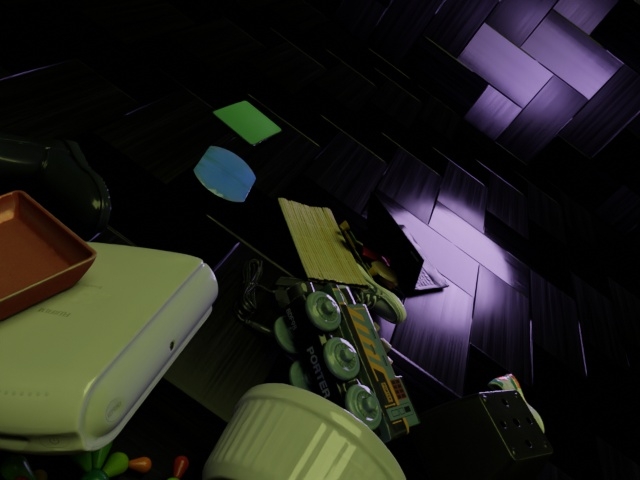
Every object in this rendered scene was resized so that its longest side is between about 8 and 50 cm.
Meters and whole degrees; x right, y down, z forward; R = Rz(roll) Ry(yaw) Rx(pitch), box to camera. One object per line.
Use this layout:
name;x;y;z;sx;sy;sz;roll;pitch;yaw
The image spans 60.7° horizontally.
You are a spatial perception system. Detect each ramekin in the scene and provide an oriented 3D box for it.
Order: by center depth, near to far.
ramekin;-0.030;0.328;0.704;0.273;0.273;0.127;39;46;3

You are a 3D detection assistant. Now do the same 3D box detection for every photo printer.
photo printer;-0.309;0.123;0.686;0.256;0.107;0.307;7;32;17

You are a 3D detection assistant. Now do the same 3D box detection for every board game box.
board game box;-0.228;-0.147;1.286;0.133;0.033;0.169;34;39;-14

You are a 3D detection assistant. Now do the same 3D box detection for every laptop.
laptop;0.237;0.002;1.424;0.264;0.136;0.234;0;49;-45

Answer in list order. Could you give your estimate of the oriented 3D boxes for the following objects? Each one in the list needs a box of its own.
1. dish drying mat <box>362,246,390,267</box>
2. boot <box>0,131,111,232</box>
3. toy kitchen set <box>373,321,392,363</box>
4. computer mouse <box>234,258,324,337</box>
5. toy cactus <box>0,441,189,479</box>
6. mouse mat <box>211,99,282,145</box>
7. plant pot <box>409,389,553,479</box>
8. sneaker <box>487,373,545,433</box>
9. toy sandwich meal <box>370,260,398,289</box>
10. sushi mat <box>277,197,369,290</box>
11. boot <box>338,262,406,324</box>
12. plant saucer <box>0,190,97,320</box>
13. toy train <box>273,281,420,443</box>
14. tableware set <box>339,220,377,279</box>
dish drying mat;0.144;0.043;1.414;0.083;0.008;0.032;26;34;-17
boot;-0.497;-0.103;0.930;0.207;0.094;0.246;-1;42;-47
toy kitchen set;0.128;0.214;1.141;0.083;0.068;0.075;44;34;9
computer mouse;-0.044;0.134;1.090;0.262;0.060;0.184;29;34;-12
toy cactus;-0.268;0.315;0.651;0.219;0.112;0.181;27;44;-30
mouse mat;-0.205;-0.338;1.556;0.152;0.007;0.189;40;33;4
plant pot;0.311;0.380;1.023;0.188;0.167;0.187;9;43;-37
sneaker;0.438;0.384;1.243;0.075;0.057;0.161;-5;51;-24
toy sandwich meal;0.156;0.085;1.352;0.085;0.029;0.085;30;20;-12
sushi mat;0.000;0.000;1.269;0.151;0.019;0.316;9;33;-25
boot;0.100;0.130;1.228;0.190;0.069;0.086;41;38;22
plant saucer;-0.449;0.041;0.681;0.258;0.048;0.259;28;45;37
toy train;0.046;0.225;0.982;0.190;0.142;0.334;5;53;-46
tableware set;0.092;0.023;1.306;0.154;0.024;0.104;59;0;-4
